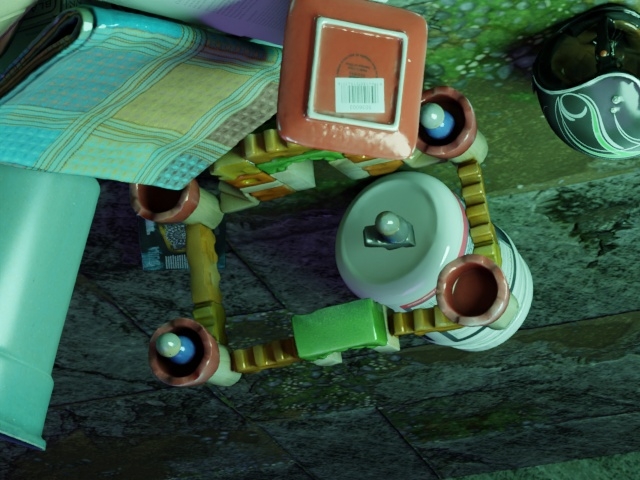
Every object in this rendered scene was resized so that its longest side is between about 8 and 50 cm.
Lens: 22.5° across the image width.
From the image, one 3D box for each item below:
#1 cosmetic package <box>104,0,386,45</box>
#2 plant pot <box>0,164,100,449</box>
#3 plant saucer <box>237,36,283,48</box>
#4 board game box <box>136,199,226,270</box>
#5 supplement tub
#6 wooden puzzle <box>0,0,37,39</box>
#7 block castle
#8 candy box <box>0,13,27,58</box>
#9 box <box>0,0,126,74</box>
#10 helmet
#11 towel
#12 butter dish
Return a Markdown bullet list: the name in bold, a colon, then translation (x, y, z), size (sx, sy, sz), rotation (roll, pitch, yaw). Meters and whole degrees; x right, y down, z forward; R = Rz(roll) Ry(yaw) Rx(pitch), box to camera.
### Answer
- **cosmetic package**: translation (-0.026, -0.333, 1.560), size (0.284, 0.097, 0.377), rotation (9, 152, -29)
- **plant pot**: translation (-0.440, 0.043, 1.946), size (0.341, 0.334, 0.341), rotation (17, 167, 4)
- **plant saucer**: translation (-0.047, -0.231, 1.858), size (0.192, 0.018, 0.067), rotation (-20, 149, 32)
- **board game box**: translation (-0.197, -0.007, 2.292), size (0.126, 0.026, 0.186), rotation (-1, 154, -4)
- **supplement tub**: translation (0.162, 0.035, 2.230), size (0.191, 0.191, 0.272), rotation (-17, 151, 27)
- **wooden puzzle**: translation (-0.393, -0.160, 1.538), size (0.239, 0.044, 0.221), rotation (-42, 178, 37)
- **block castle**: translation (0.000, 0.000, 1.970), size (0.453, 0.303, 0.213), rotation (-13, 165, 17)
- **candy box**: translation (-0.332, -0.272, 1.607), size (0.109, 0.053, 0.186), rotation (32, 128, -9)
- **box**: translation (-0.286, -0.200, 1.818), size (0.169, 0.087, 0.290), rotation (-14, 153, 21)
- **helmet**: translation (0.342, -0.172, 1.860), size (0.169, 0.169, 0.161), rotation (-21, 133, 32)
- **towel**: translation (-0.200, -0.144, 1.747), size (0.271, 0.040, 0.370), rotation (-35, 154, 32)
- **butter dish**: translation (0.016, -0.167, 1.677), size (0.160, 0.159, 0.118), rotation (7, 176, -24)
